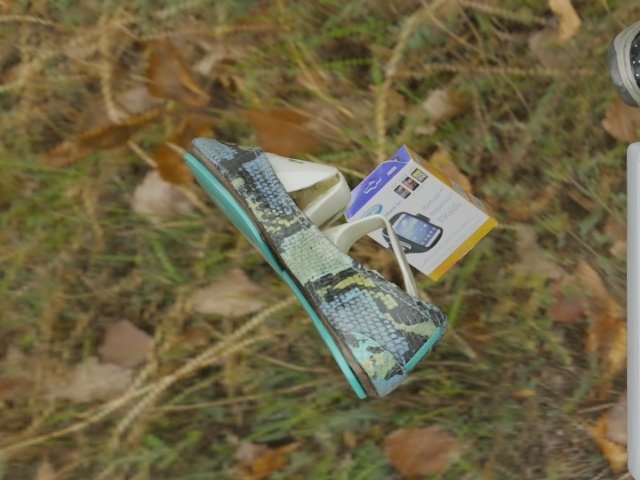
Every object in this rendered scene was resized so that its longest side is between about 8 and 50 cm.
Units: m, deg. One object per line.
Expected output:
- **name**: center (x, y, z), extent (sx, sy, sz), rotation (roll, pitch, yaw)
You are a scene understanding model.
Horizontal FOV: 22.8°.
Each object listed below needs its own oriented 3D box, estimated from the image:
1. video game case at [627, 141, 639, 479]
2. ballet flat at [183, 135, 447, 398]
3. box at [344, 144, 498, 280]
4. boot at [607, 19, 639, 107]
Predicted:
- **video game case**: center (0.269, 0.032, 0.899), extent (0.193, 0.023, 0.212), rotation (-8, 116, -6)
- **ballet flat**: center (0.000, 0.000, 0.783), extent (0.070, 0.070, 0.188), rotation (-44, 54, 8)
- **box**: center (0.082, -0.027, 1.395), extent (0.081, 0.136, 0.028), rotation (-44, 35, 17)
- **boot**: center (0.359, -0.188, 1.267), extent (0.178, 0.236, 0.085), rotation (-12, 111, 53)
